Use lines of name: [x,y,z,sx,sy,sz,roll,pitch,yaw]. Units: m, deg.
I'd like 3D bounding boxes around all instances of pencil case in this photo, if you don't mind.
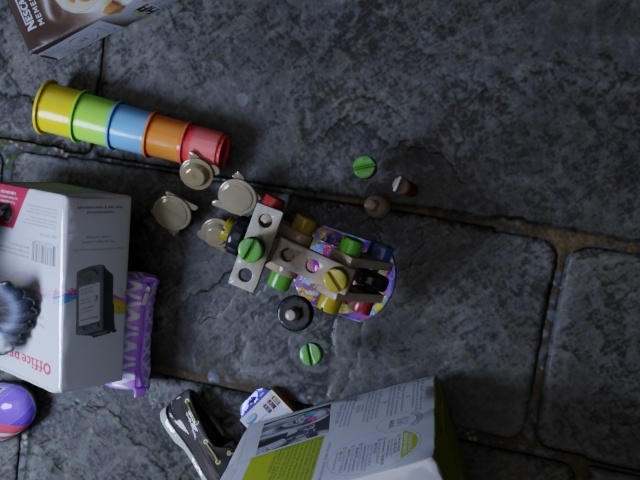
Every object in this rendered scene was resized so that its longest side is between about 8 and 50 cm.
pencil case: [-0.313,0.149,1.505,0.088,0.086,0.206,12,100,37]

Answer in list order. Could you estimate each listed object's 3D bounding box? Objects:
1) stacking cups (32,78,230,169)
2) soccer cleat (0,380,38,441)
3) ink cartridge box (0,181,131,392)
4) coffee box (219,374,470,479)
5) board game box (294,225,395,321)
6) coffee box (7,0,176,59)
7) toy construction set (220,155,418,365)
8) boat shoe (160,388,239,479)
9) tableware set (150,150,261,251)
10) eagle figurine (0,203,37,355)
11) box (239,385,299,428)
stacking cups: [-0.304,-0.186,1.478,0.316,0.096,0.096,13,98,5]
soccer cleat: [-0.649,0.322,1.574,0.318,0.116,0.109,-11,93,12]
ink cartridge box: [-0.424,0.065,1.455,0.226,0.131,0.306,12,101,41]
coffee box: [0.065,0.441,1.316,0.334,0.338,0.338,-17,97,10]
board game box: [0.035,0.057,1.456,0.168,0.033,0.133,19,99,9]
coffee box: [-0.371,-0.408,1.454,0.246,0.098,0.141,-23,91,12]
toy construction set: [0.000,0.000,1.321,0.309,0.237,0.257,-42,81,9]
boat shoe: [-0.173,0.352,1.501,0.068,0.081,0.228,-42,84,16]
tableware set: [-0.186,-0.059,1.457,0.141,0.020,0.169,32,119,-8]
eagle figurine: [-0.609,0.079,1.366,0.225,0.298,0.226,23,119,50]
box: [-0.070,0.309,1.505,0.081,0.028,0.136,-44,84,12]
